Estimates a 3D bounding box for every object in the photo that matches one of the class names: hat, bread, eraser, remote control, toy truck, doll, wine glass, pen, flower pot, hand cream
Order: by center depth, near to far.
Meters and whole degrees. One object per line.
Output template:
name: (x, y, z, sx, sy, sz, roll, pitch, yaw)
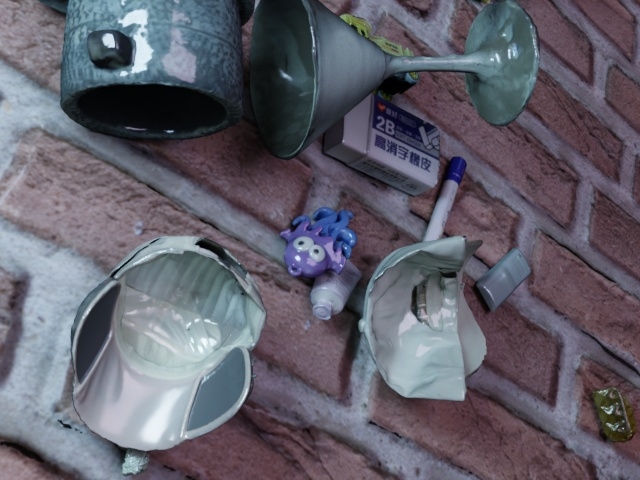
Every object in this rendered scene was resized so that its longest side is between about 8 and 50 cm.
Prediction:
hat: (-0.196, 0.127, 1.213, 0.232, 0.161, 0.275, 28, 66, -13)
flower pot: (-0.235, -0.299, 1.271, 0.299, 0.299, 0.283, 10, 76, -38)
doll: (0.000, 0.000, 1.485, 0.110, 0.067, 0.206, 31, 37, 7)
wine glass: (0.114, -0.270, 1.489, 0.405, 0.267, 0.267, -7, 78, -26)
hand cream: (0.020, 0.069, 1.501, 0.084, 0.053, 0.142, 47, 34, -18)
hat: (0.177, 0.100, 1.571, 0.301, 0.168, 0.258, -25, 117, -66)
eraser: (0.106, -0.171, 1.646, 0.210, 0.068, 0.125, 22, 63, -33)
toy truck: (0.084, -0.324, 1.675, 0.191, 0.085, 0.116, 19, 53, -36)
pen: (0.212, -0.045, 1.714, 0.033, 0.033, 0.269, 41, 52, -22)
remote control: (0.341, 0.071, 1.784, 0.162, 0.029, 0.061, -37, 100, -43)
bread: (0.570, 0.335, 1.861, 0.066, 0.060, 0.110, -13, 82, -28)

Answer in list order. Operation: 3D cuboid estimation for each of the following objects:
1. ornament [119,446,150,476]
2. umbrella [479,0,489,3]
ornament: (-0.231, 0.249, 1.214, 0.068, 0.041, 0.092, 0, 65, -47)
umbrella: (0.292, -0.518, 1.959, 0.143, 0.040, 0.037, 18, 54, -37)
